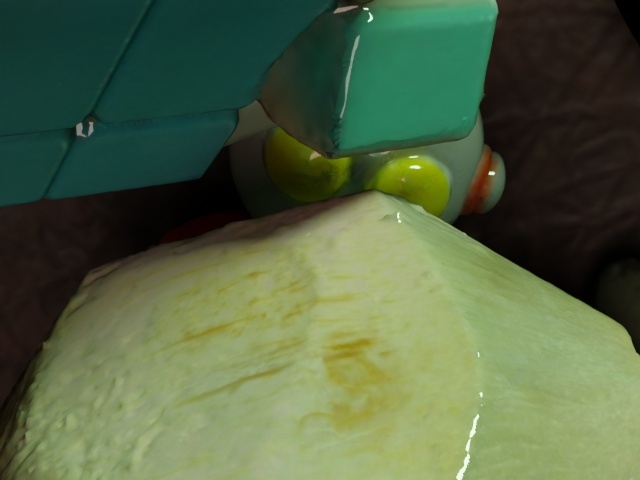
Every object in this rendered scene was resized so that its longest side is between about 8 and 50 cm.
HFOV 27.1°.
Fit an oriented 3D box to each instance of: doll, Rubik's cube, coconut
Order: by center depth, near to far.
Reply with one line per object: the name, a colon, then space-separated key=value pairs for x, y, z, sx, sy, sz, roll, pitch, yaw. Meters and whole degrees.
Rubik's cube: x=-0.048 y=-0.121 z=0.408 sx=0.213 sy=0.224 sz=0.265 roll=-11 pitch=159 yaw=-35
coconut: x=0.008 y=0.099 z=0.441 sx=0.237 sy=0.237 sz=0.197 roll=-19 pitch=127 yaw=9
doll: x=0.000 y=0.000 z=0.547 sx=0.142 sy=0.076 sz=0.245 roll=19 pitch=118 yaw=-11

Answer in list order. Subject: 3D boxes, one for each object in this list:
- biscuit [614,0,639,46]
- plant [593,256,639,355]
biscuit: x=0.277 y=-0.159 z=0.413 sx=0.407 sy=0.091 sz=0.407 roll=6 pitch=116 yaw=12
plant: x=0.183 y=0.135 z=0.575 sx=0.274 sy=0.149 sz=0.146 roll=45 pitch=66 yaw=-1
